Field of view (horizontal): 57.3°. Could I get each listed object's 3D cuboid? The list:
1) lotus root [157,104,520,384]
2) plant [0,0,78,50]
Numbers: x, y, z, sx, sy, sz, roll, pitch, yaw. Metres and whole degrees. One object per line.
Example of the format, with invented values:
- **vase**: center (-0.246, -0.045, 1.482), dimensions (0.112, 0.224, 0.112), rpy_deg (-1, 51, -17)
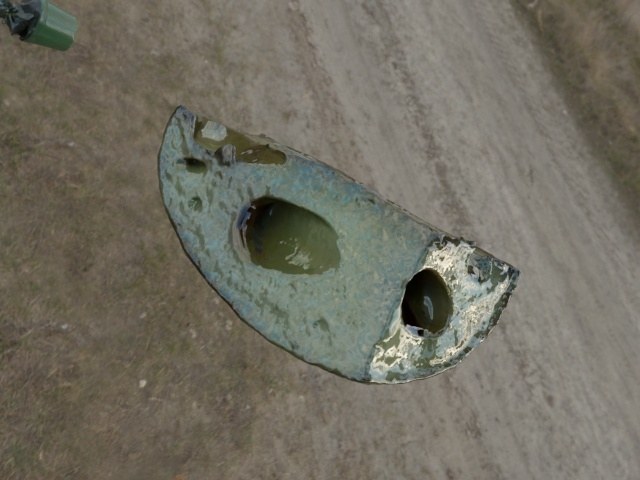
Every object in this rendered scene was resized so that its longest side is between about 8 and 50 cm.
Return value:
- **lotus root**: center (-0.004, 0.004, 0.524), dimensions (0.314, 0.142, 0.210), rpy_deg (34, 11, 36)
- **plant**: center (-0.296, -0.223, 0.575), dimensions (0.102, 0.051, 0.051), rpy_deg (11, 54, -49)
